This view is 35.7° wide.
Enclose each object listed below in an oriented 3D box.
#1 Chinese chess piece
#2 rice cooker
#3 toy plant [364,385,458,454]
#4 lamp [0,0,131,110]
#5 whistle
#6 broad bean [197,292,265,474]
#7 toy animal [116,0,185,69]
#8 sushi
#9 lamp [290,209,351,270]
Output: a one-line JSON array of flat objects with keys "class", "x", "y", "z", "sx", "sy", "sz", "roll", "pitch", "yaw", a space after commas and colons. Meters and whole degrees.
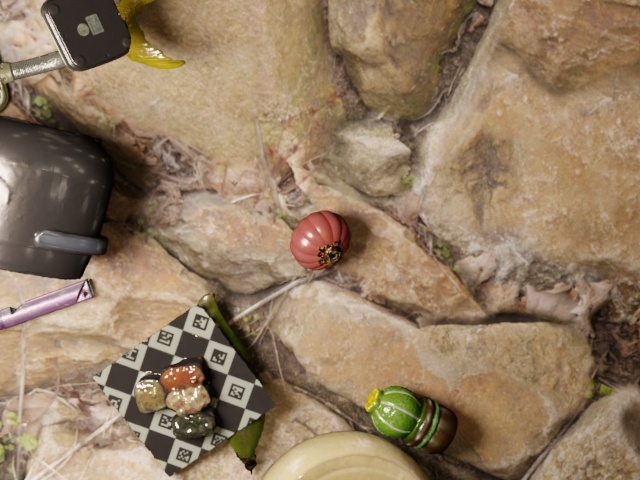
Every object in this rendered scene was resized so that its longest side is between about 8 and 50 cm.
[{"class": "Chinese chess piece", "x": 0.040, "y": 0.498, "z": 1.724, "sx": 0.338, "sy": 0.140, "sz": 0.338, "roll": -2, "pitch": 98, "yaw": -12}, {"class": "rice cooker", "x": -0.440, "y": -0.067, "z": 1.491, "sx": 0.267, "sy": 0.267, "sz": 0.224, "roll": 13, "pitch": 90, "yaw": -13}, {"class": "toy plant", "x": 0.156, "y": 0.311, "z": 1.751, "sx": 0.162, "sy": 0.093, "sz": 0.093, "roll": 25, "pitch": 91, "yaw": -11}, {"class": "lamp", "x": -0.435, "y": -0.329, "z": 1.504, "sx": 0.124, "sy": 0.283, "sz": 0.203, "roll": -39, "pitch": 111, "yaw": -49}, {"class": "whistle", "x": -0.458, "y": 0.107, "z": 1.622, "sx": 0.176, "sy": 0.033, "sz": 0.033, "roll": -20, "pitch": 101, "yaw": -9}, {"class": "broad bean", "x": -0.145, "y": 0.248, "z": 1.691, "sx": 0.077, "sy": 0.061, "sz": 0.339, "roll": -13, "pitch": 100, "yaw": 2}, {"class": "toy animal", "x": -0.314, "y": -0.336, "z": 1.570, "sx": 0.219, "sy": 0.155, "sz": 0.095, "roll": 38, "pitch": 51, "yaw": -15}, {"class": "sushi", "x": -0.230, "y": 0.257, "z": 1.642, "sx": 0.231, "sy": 0.047, "sz": 0.220, "roll": -35, "pitch": 97, "yaw": 9}, {"class": "lamp", "x": 0.000, "y": 0.000, "z": 1.674, "sx": 0.107, "sy": 0.092, "sz": 0.107, "roll": -23, "pitch": 139, "yaw": -22}]
